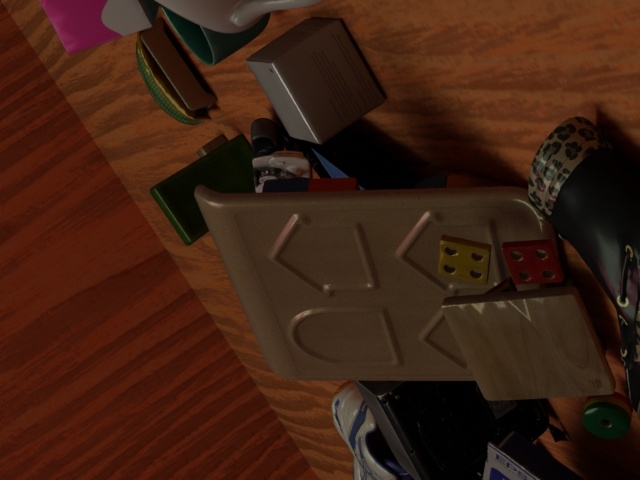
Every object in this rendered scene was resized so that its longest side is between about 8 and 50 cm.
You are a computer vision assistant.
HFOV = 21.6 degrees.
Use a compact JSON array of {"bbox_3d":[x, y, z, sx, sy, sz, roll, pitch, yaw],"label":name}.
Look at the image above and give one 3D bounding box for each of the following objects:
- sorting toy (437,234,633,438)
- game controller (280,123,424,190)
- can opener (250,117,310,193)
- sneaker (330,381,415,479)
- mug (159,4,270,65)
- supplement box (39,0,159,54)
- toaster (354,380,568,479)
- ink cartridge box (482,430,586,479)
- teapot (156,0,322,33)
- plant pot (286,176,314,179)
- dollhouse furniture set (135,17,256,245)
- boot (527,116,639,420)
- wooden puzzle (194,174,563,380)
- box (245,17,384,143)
[{"bbox_3d":[0.196,0.081,1.566,0.132,0.046,0.274,-7,131,28],"label":"sorting toy"},{"bbox_3d":[0.063,-0.046,1.833,0.319,0.067,0.166,41,162,50],"label":"game controller"},{"bbox_3d":[-0.048,-0.069,2.231,0.280,0.074,0.093,87,-179,-65],"label":"can opener"},{"bbox_3d":[0.111,0.355,2.610,0.131,0.112,0.296,34,156,58],"label":"sneaker"},{"bbox_3d":[-0.121,-0.282,1.833,0.158,0.097,0.129,59,168,-16],"label":"mug"},{"bbox_3d":[-0.246,-0.325,1.923,0.220,0.111,0.114,-85,-26,-53],"label":"supplement box"},{"bbox_3d":[0.153,0.183,1.875,0.185,0.168,0.110,61,169,-21],"label":"toaster"},{"bbox_3d":[0.305,0.326,1.748,0.303,0.072,0.307,36,159,17],"label":"ink cartridge box"},{"bbox_3d":[-0.106,-0.319,1.514,0.256,0.187,0.252,32,-164,-20],"label":"teapot"},{"bbox_3d":[0.047,0.002,2.001,0.236,0.032,0.236,44,176,3],"label":"plant pot"},{"bbox_3d":[-0.225,-0.152,2.440,0.301,0.151,0.197,56,168,-3],"label":"dollhouse furniture set"},{"bbox_3d":[0.241,0.026,1.314,0.178,0.085,0.236,50,161,32],"label":"boot"},{"bbox_3d":[0.076,0.035,1.670,0.348,0.080,0.322,3,145,16],"label":"wooden puzzle"},{"bbox_3d":[-0.007,-0.166,1.729,0.101,0.087,0.102,59,167,-17],"label":"box"}]
